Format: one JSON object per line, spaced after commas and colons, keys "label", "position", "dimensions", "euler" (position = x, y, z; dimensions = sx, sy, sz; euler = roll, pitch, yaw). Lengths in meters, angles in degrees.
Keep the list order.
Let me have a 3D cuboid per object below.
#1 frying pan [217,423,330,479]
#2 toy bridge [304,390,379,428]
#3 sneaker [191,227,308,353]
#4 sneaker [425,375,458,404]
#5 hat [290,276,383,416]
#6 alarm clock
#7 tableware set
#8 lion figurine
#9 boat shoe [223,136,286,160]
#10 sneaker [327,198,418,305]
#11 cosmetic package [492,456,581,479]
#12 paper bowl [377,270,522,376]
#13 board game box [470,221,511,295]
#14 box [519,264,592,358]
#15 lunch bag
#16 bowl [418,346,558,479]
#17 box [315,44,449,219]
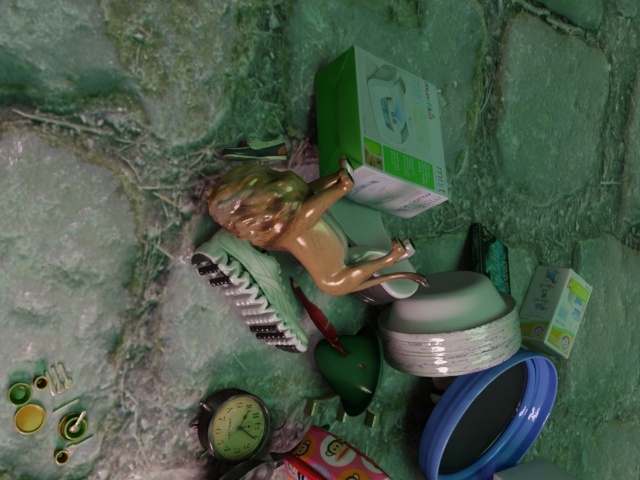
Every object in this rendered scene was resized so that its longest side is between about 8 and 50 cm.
{"label": "frying pan", "position": [-0.116, 0.419, 1.326], "dimensions": [0.326, 0.053, 0.197], "euler": [-45, 157, -16]}
{"label": "toy bridge", "position": [0.052, 0.344, 1.521], "dimensions": [0.188, 0.026, 0.063], "euler": [20, 81, -35]}
{"label": "sneaker", "position": [-0.103, 0.091, 1.343], "dimensions": [0.292, 0.110, 0.118], "euler": [54, 54, -26]}
{"label": "sneaker", "position": [0.346, 0.267, 1.692], "dimensions": [0.271, 0.100, 0.108], "euler": [-32, 107, -30]}
{"label": "hat", "position": [0.000, 0.222, 1.422], "dimensions": [0.183, 0.208, 0.173], "euler": [18, 122, -20]}
{"label": "alarm clock", "position": [-0.143, 0.337, 1.351], "dimensions": [0.192, 0.064, 0.129], "euler": [4, 91, -35]}
{"label": "tableware set", "position": [-0.425, 0.280, 1.162], "dimensions": [0.104, 0.024, 0.154], "euler": [-26, 109, -32]}
{"label": "lion figurine", "position": [0.000, 0.000, 1.283], "dimensions": [0.240, 0.142, 0.392], "euler": [-33, 114, 14]}
{"label": "boat shoe", "position": [-0.119, -0.166, 1.341], "dimensions": [0.137, 0.049, 0.043], "euler": [-6, 94, -39]}
{"label": "sneaker", "position": [0.071, 0.007, 1.471], "dimensions": [0.104, 0.147, 0.296], "euler": [-26, 77, -28]}
{"label": "cosmetic package", "position": [0.491, 0.726, 1.751], "dimensions": [0.197, 0.155, 0.365], "euler": [-1, 107, -37]}
{"label": "paper bowl", "position": [0.257, 0.155, 1.499], "dimensions": [0.284, 0.284, 0.148], "euler": [-20, 104, -34]}
{"label": "board game box", "position": [0.395, 0.063, 1.703], "dimensions": [0.126, 0.026, 0.186], "euler": [36, 44, -33]}
{"label": "box", "position": [0.583, 0.180, 1.857], "dimensions": [0.114, 0.103, 0.203], "euler": [34, 73, -33]}
{"label": "lunch bag", "position": [0.071, 0.486, 1.360], "dimensions": [0.120, 0.258, 0.293], "euler": [-46, 146, -24]}
{"label": "bowl", "position": [0.377, 0.408, 1.661], "dimensions": [0.391, 0.077, 0.391], "euler": [-21, 128, -30]}
{"label": "box", "position": [0.116, -0.199, 1.419], "dimensions": [0.231, 0.127, 0.262], "euler": [16, 61, -36]}
